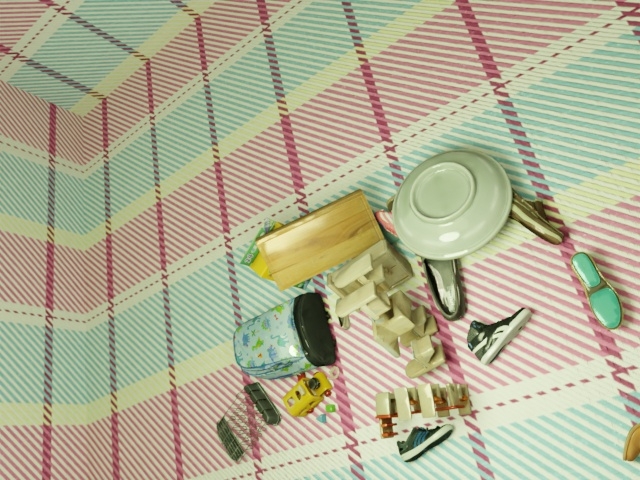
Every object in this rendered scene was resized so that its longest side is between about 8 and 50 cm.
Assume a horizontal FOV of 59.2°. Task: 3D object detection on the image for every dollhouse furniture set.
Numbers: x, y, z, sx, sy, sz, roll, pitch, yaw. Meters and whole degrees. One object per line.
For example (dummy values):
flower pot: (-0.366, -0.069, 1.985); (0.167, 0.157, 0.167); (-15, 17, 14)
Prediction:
dollhouse furniture set: (0.171, 0.219, 1.837); (0.256, 0.362, 0.394); (-35, 29, 23)
dollhouse furniture set: (0.300, 0.513, 1.691); (0.259, 0.262, 0.135); (-19, 67, 33)

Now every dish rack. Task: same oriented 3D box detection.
dish rack: (-0.294, 0.718, 2.212); (0.271, 0.074, 0.208); (-55, 50, 13)

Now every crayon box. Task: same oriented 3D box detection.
crayon box: (-0.126, 0.058, 2.124); (0.083, 0.323, 0.203); (38, 101, 39)

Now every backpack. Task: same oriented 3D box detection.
backpack: (-0.154, 0.382, 2.114); (0.355, 0.273, 0.290); (-33, 59, 39)

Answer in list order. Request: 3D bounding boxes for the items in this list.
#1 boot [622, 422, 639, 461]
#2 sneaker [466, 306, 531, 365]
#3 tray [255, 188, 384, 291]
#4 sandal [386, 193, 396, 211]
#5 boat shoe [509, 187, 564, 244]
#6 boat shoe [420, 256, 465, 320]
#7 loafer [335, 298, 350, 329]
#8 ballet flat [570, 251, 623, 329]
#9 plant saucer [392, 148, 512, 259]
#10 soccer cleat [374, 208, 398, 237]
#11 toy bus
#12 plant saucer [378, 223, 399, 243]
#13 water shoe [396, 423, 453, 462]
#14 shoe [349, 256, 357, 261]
boot: (0.855, 0.495, 1.391); (0.152, 0.073, 0.197); (29, 97, 36)
sneaker: (0.526, 0.262, 1.711); (0.217, 0.079, 0.121); (-54, 53, 13)
tray: (0.000, 0.000, 1.981); (0.411, 0.076, 0.203); (-26, 102, 1)
sandal: (0.342, -0.181, 1.996); (0.240, 0.088, 0.079); (-25, 31, 14)
boat shoe: (0.647, -0.088, 1.723); (0.095, 0.095, 0.257); (-51, 51, 6)
boat shoe: (0.391, 0.096, 1.821); (0.112, 0.095, 0.335); (-19, 76, 18)
loafer: (0.079, 0.269, 2.082); (0.045, 0.039, 0.125); (-30, 60, 28)
ballet flat: (0.775, 0.137, 1.566); (0.080, 0.073, 0.232); (-26, 67, 24)
plant saucer: (0.401, -0.137, 1.804); (0.400, 0.100, 0.400); (-15, 59, 26)
soccer cleat: (0.289, -0.036, 1.964); (0.248, 0.083, 0.095); (21, 81, 23)
toy bus: (-0.045, 0.550, 2.047); (0.191, 0.104, 0.202); (-3, 74, 37)
plant saucer: (0.263, -0.043, 2.051); (0.119, 0.021, 0.119); (-12, 70, 35)
water shoe: (0.320, 0.616, 1.765); (0.203, 0.073, 0.080); (-42, 52, 19)
shoe: (0.132, 0.025, 2.103); (0.081, 0.063, 0.178); (-48, 48, 22)
